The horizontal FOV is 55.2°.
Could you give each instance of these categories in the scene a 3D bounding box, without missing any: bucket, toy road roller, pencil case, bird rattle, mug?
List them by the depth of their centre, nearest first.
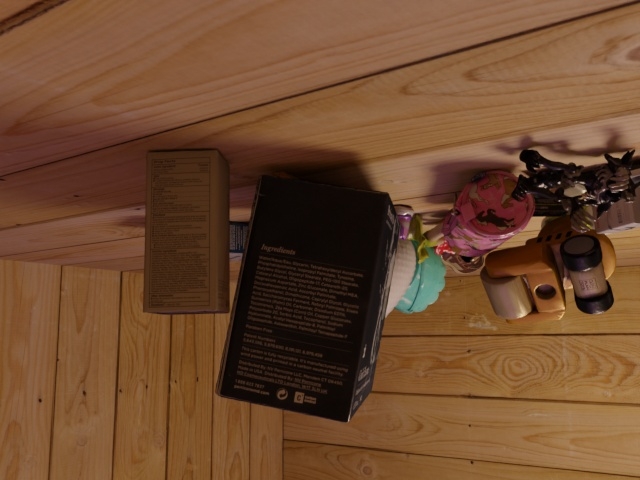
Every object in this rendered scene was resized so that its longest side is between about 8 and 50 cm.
[{"bbox_3d":[0.393,-0.053,1.489,0.167,0.160,0.386,35,177,10],"label":"pencil case"},{"bbox_3d":[0.609,0.066,1.636,0.330,0.202,0.240,-14,-150,25],"label":"toy road roller"},{"bbox_3d":[0.384,-0.014,1.860,0.254,0.143,0.207,3,155,-40],"label":"bird rattle"},{"bbox_3d":[0.131,0.128,1.937,0.328,0.276,0.374,-38,161,-45],"label":"mug"},{"bbox_3d":[0.283,0.105,2.145,0.281,0.281,0.183,-7,161,35],"label":"bucket"}]

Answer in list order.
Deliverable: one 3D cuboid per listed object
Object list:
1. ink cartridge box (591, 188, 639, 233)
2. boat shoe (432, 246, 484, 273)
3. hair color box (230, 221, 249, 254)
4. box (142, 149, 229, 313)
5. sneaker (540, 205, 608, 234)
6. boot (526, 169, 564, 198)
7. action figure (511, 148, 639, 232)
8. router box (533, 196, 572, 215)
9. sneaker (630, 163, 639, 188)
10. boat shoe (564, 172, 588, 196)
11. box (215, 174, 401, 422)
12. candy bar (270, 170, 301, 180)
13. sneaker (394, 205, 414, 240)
[{"bbox_3d":[0.723,-0.081,1.465,0.063,0.109,0.150,-3,172,-9],"label":"ink cartridge box"},{"bbox_3d":[0.556,0.055,2.322,0.123,0.123,0.342,-6,163,39],"label":"boat shoe"},{"bbox_3d":[-0.330,0.002,1.952,0.347,0.105,0.174,5,170,-29],"label":"hair color box"},{"bbox_3d":[-0.257,-0.012,1.198,0.148,0.311,0.121,-1,171,4],"label":"box"},{"bbox_3d":[0.754,-0.064,1.737,0.240,0.091,0.126,-5,-172,26],"label":"sneaker"},{"bbox_3d":[0.521,-0.130,1.369,0.099,0.045,0.121,-13,167,32],"label":"boot"},{"bbox_3d":[0.522,-0.099,1.194,0.276,0.141,0.164,7,129,-8],"label":"action figure"},{"bbox_3d":[0.598,-0.089,1.636,0.123,0.038,0.092,-1,172,-2],"label":"router box"},{"bbox_3d":[0.768,-0.068,1.325,0.296,0.178,0.124,6,168,-32],"label":"sneaker"},{"bbox_3d":[0.597,-0.133,1.356,0.049,0.042,0.133,29,161,-17],"label":"boat shoe"},{"bbox_3d":[0.002,0.134,1.458,0.298,0.471,0.480,8,176,11],"label":"box"},{"bbox_3d":[-0.066,-0.133,1.389,0.040,0.018,0.161,-4,171,20],"label":"candy bar"},{"bbox_3d":[0.160,-0.034,1.758,0.236,0.104,0.095,-7,171,41],"label":"sneaker"}]
